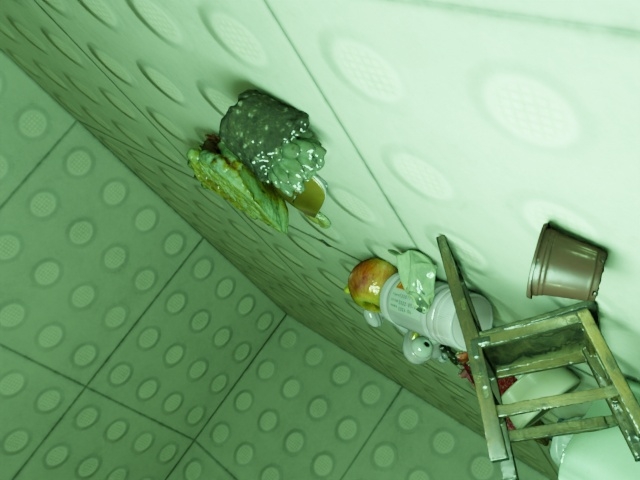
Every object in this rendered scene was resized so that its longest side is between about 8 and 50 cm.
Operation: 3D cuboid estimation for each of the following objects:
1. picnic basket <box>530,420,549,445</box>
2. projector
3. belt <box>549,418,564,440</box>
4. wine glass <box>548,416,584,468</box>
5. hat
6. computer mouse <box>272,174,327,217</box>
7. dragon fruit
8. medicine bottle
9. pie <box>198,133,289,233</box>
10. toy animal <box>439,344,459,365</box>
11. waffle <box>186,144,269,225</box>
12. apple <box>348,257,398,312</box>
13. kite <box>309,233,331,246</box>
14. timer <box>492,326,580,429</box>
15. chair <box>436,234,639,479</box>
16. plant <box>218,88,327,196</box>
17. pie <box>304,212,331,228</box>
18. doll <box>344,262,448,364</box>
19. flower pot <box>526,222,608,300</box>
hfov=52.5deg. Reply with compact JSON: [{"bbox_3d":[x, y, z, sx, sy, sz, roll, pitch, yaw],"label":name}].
[{"bbox_3d":[0.678,0.595,2.116,0.193,0.055,0.110,44,167,-34],"label":"picnic basket"},{"bbox_3d":[0.620,0.422,1.165,0.248,0.248,0.249,44,166,-34],"label":"projector"},{"bbox_3d":[0.737,0.578,1.826,0.141,0.082,0.190,37,171,-27],"label":"belt"},{"bbox_3d":[0.684,0.520,1.588,0.165,0.165,0.196,38,164,-5],"label":"wine glass"},{"bbox_3d":[0.204,0.074,1.399,0.122,0.081,0.166,65,177,-17],"label":"hat"},{"bbox_3d":[-0.047,-0.110,1.480,0.126,0.056,0.245,36,167,-1],"label":"computer mouse"},{"bbox_3d":[0.457,0.358,1.713,0.274,0.126,0.161,53,172,-25],"label":"dragon fruit"},{"bbox_3d":[0.253,0.154,1.451,0.133,0.133,0.250,43,168,-29],"label":"medicine bottle"},{"bbox_3d":[-0.178,-0.129,1.563,0.274,0.105,0.257,44,-177,-31],"label":"pie"},{"bbox_3d":[0.387,0.347,2.013,0.136,0.047,0.065,40,161,11],"label":"toy animal"},{"bbox_3d":[-0.249,-0.151,1.843,0.297,0.073,0.317,34,170,8],"label":"waffle"},{"bbox_3d":[0.141,0.109,1.633,0.146,0.146,0.146,35,168,9],"label":"apple"},{"bbox_3d":[0.000,-0.002,1.875,0.078,0.002,0.044,35,168,4],"label":"kite"},{"bbox_3d":[0.424,0.269,1.464,0.266,0.175,0.175,51,176,28],"label":"timer"},{"bbox_3d":[0.375,0.174,1.133,0.241,0.416,0.203,-17,145,16],"label":"chair"},{"bbox_3d":[-0.080,-0.173,1.162,0.194,0.129,0.132,39,170,5],"label":"plant"},{"bbox_3d":[-0.009,-0.058,1.645,0.084,0.020,0.084,33,169,7],"label":"pie"},{"bbox_3d":[0.213,0.218,1.778,0.365,0.160,0.094,39,130,-9],"label":"doll"},{"bbox_3d":[0.339,0.037,0.886,0.089,0.111,0.111,14,159,23],"label":"flower pot"}]
